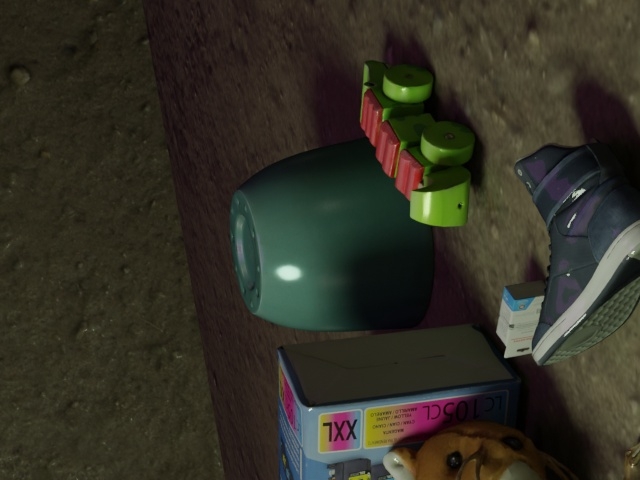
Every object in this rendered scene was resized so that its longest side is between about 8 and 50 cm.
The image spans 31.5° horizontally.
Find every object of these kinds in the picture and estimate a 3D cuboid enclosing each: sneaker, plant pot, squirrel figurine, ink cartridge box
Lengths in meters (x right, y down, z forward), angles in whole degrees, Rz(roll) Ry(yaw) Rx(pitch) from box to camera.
[{"bbox_3d":[0.237,0.005,1.093,0.163,0.086,0.226,59,144,30],"label":"sneaker"},{"bbox_3d":[0.000,0.000,1.652,0.293,0.235,0.293,173,90,-74],"label":"plant pot"},{"bbox_3d":[0.167,0.404,1.245,0.397,0.281,0.370,109,155,-52],"label":"squirrel figurine"},{"bbox_3d":[0.090,0.319,1.437,0.151,0.270,0.395,-116,24,-59],"label":"ink cartridge box"},{"bbox_3d":[0.225,0.088,1.263,0.028,0.048,0.083,-119,27,-51],"label":"ink cartridge box"}]

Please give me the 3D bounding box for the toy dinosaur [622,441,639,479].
[{"bbox_3d":[0.268,0.273,1.074,0.092,0.183,0.053,38,165,47],"label":"toy dinosaur"}]

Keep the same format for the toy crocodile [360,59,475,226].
[{"bbox_3d":[0.112,-0.126,1.444,0.340,0.105,0.115,-116,24,-47],"label":"toy crocodile"}]
